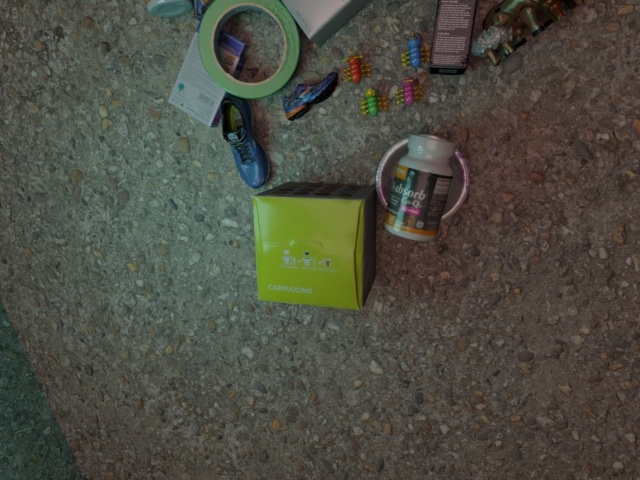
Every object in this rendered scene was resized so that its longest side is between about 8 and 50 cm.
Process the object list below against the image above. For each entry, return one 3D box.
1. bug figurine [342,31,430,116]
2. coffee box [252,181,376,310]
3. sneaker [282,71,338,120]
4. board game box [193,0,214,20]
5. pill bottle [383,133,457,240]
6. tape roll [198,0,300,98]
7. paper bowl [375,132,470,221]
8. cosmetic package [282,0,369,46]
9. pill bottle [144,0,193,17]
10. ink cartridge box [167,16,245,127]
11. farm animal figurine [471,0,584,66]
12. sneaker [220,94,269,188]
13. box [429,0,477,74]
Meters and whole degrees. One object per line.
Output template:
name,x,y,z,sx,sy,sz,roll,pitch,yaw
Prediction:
bug figurine,0.210,-0.516,1.338,0.278,0.072,0.217,-10,102,16
coffee box,0.000,0.000,1.387,0.337,0.334,0.339,4,105,14
sneaker,-0.039,-0.492,1.406,0.221,0.083,0.087,-30,90,17
board game box,-0.324,-0.839,1.396,0.194,0.060,0.194,2,104,13
pill bottle,0.285,-0.151,1.211,0.162,0.162,0.279,14,106,10
tape roll,-0.225,-0.626,1.370,0.320,0.077,0.322,-1,109,-4
paper bowl,0.323,-0.196,1.353,0.284,0.148,0.285,4,105,14
cosmetic package,-0.001,-0.767,1.292,0.224,0.138,0.224,-36,93,21
pill bottle,-0.525,-0.896,1.383,0.152,0.152,0.272,-9,103,16
ink cartridge box,-0.390,-0.578,1.480,0.185,0.065,0.311,32,111,4
farm animal figurine,0.575,-0.654,1.138,0.172,0.330,0.326,52,138,-6
sneaker,-0.278,-0.337,1.470,0.129,0.147,0.330,-14,101,17
box,0.382,-0.599,1.231,0.108,0.153,0.207,7,105,13
